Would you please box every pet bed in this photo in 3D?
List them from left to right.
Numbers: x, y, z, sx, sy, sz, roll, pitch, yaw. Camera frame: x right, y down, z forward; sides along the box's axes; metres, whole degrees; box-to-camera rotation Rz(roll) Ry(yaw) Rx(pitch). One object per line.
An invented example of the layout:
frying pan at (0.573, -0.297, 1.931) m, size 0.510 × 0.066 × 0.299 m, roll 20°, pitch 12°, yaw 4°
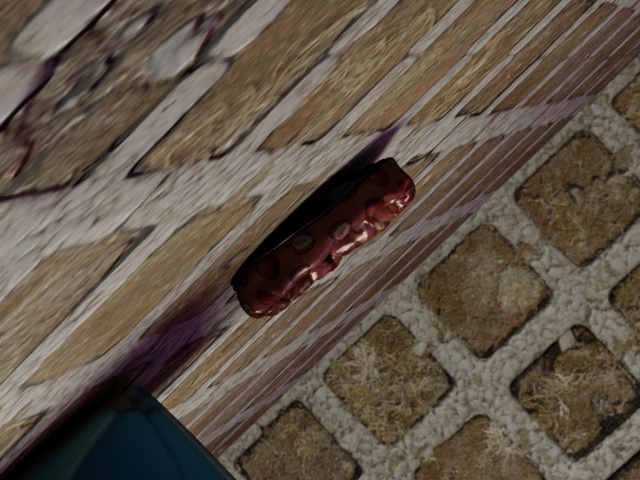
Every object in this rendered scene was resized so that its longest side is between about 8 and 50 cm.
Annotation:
pet bed at (0.000, 0.000, 1.758) m, size 0.201 × 0.053 × 0.201 m, roll -37°, pitch 174°, yaw -4°

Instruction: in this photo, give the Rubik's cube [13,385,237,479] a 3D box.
Rubik's cube at (-0.180, 0.374, 1.774) m, size 0.352 × 0.351 × 0.347 m, roll -44°, pitch 175°, yaw -10°
